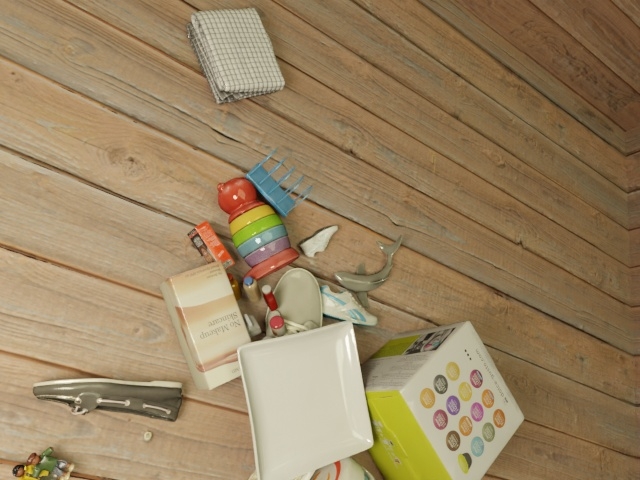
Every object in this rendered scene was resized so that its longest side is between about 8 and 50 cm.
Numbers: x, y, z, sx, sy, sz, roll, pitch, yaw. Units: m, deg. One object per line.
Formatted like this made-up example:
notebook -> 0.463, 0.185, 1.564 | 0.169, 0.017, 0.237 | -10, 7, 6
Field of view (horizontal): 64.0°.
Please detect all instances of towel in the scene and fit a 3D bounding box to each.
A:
towel -> -0.262, -0.572, 1.598 | 0.235, 0.121, 0.284 | -20, 85, -36

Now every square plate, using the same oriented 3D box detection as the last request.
square plate -> -0.037, 0.408, 1.321 | 0.344, 0.049, 0.347 | -7, 85, -33

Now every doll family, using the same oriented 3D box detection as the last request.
doll family -> -0.615, 0.528, 1.076 | 0.111, 0.076, 0.193 | 33, 64, -25

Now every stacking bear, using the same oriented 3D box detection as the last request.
stacking bear -> -0.194, -0.044, 1.465 | 0.175, 0.164, 0.289 | -26, 85, -37

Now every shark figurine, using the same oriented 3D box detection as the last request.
shark figurine -> 0.194, 0.108, 1.684 | 0.278, 0.116, 0.166 | -33, 96, -33

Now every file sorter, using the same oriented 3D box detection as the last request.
file sorter -> -0.119, -0.180, 1.549 | 0.170, 0.104, 0.118 | 47, 23, -12

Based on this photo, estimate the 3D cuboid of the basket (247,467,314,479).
basket -> -0.097, 0.607, 1.352 | 0.103, 0.113, 0.167 | 46, 57, -10

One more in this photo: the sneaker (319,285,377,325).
sneaker -> 0.087, 0.210, 1.597 | 0.228, 0.087, 0.092 | 22, 73, -25

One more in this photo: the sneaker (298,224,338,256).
sneaker -> 0.000, 0.000, 1.634 | 0.152, 0.053, 0.061 | -34, 104, -28

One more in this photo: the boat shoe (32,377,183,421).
boat shoe -> -0.480, 0.372, 1.184 | 0.335, 0.112, 0.095 | 12, 65, -33

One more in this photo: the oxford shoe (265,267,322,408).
oxford shoe -> -0.087, 0.282, 1.426 | 0.169, 0.130, 0.449 | 14, 66, -1

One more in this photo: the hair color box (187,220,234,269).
hair color box -> -0.304, 0.022, 1.420 | 0.043, 0.072, 0.141 | -37, 96, -35

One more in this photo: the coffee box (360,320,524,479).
coffee box -> 0.309, 0.484, 1.505 | 0.334, 0.338, 0.338 | -33, 94, -34

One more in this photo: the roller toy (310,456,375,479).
roller toy -> 0.051, 0.686, 1.372 | 0.146, 0.191, 0.209 | 44, 58, -15

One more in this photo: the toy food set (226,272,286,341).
toy food set -> -0.169, 0.180, 1.365 | 0.111, 0.104, 0.232 | -27, 57, -13

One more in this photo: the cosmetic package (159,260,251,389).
cosmetic package -> -0.289, 0.219, 1.333 | 0.153, 0.129, 0.296 | -21, 88, -32
